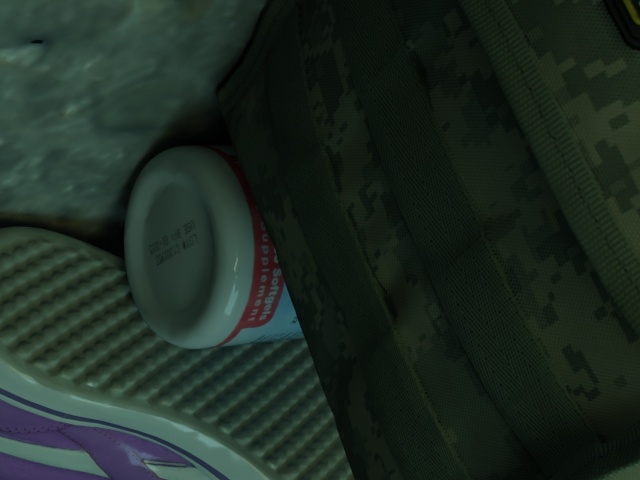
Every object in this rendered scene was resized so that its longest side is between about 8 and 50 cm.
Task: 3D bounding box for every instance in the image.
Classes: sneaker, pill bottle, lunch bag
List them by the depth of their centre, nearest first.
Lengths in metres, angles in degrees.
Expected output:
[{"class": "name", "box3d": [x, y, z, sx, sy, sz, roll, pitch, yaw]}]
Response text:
[{"class": "lunch bag", "box3d": [0.105, -0.040, 0.403, 0.169, 0.235, 0.287, -4, 150, -32]}, {"class": "pill bottle", "box3d": [0.000, 0.000, 0.577, 0.160, 0.087, 0.087, -4, 150, -38]}, {"class": "sneaker", "box3d": [-0.084, 0.097, 0.633, 0.282, 0.102, 0.161, 31, 133, -26]}]
